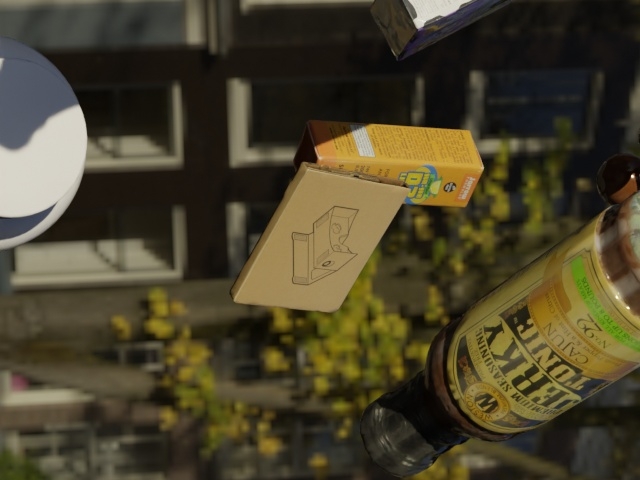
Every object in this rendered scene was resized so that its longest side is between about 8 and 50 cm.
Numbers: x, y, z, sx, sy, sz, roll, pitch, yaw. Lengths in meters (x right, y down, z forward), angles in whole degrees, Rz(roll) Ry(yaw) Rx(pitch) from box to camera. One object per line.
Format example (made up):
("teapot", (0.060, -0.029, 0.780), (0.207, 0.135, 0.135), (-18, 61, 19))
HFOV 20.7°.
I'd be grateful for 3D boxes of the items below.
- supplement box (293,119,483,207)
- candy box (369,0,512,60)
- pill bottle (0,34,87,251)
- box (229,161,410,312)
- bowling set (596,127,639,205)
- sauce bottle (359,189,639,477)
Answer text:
("supplement box", (0.089, -0.099, 2.271), (0.080, 0.233, 0.078), (-109, -151, -42))
("candy box", (0.162, -0.279, 1.877), (0.070, 0.196, 0.165), (62, -8, 2))
("pill bottle", (-0.313, -0.079, 1.490), (0.323, 0.181, 0.182), (1, -86, 61))
("box", (0.000, 0.000, 2.118), (0.201, 0.164, 0.021), (-60, -137, 25))
("bowling set", (0.332, -0.038, 1.602), (0.154, 0.199, 0.287), (2, 85, -61))
("sauce bottle", (0.158, 0.085, 1.332), (0.344, 0.111, 0.111), (-42, -136, 42))
